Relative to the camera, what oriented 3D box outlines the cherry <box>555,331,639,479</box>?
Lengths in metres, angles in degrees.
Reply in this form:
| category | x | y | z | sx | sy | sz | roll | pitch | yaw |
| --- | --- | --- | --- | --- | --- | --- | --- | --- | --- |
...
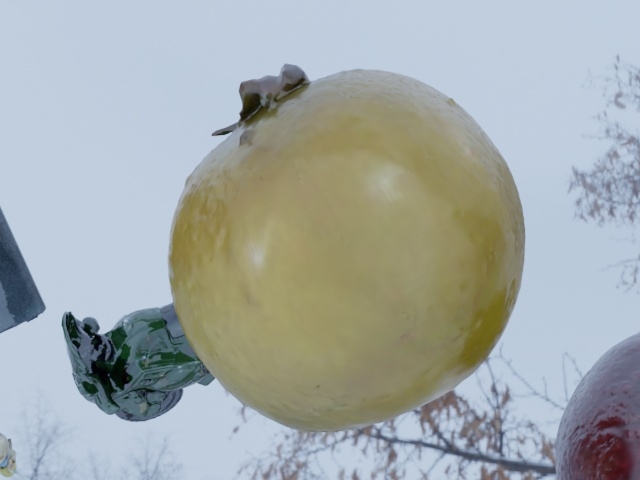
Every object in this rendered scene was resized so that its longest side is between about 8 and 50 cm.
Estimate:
| category | x | y | z | sx | sy | sz | roll | pitch | yaw |
| --- | --- | --- | --- | --- | --- | --- | --- | --- | --- |
| cherry | 0.316 | 0.183 | 0.707 | 0.230 | 0.300 | 0.203 | 47 | -51 | 32 |

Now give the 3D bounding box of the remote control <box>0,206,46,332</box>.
| category | x | y | z | sx | sy | sz | roll | pitch | yaw |
| --- | --- | --- | --- | --- | --- | --- | --- | --- | --- |
| remote control | -0.414 | -0.072 | 0.883 | 0.107 | 0.044 | 0.377 | -25 | -74 | -20 |

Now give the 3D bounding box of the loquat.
| category | x | y | z | sx | sy | sz | roll | pitch | yaw |
| --- | --- | --- | --- | --- | --- | --- | --- | --- | --- |
| loquat | 0.019 | -0.003 | 0.621 | 0.275 | 0.275 | 0.274 | 6 | -61 | 11 |

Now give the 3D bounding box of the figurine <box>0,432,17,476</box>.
| category | x | y | z | sx | sy | sz | roll | pitch | yaw |
| --- | --- | --- | --- | --- | --- | --- | --- | --- | --- |
| figurine | -0.502 | 0.342 | 1.313 | 0.047 | 0.050 | 0.083 | -25 | -39 | -5 |

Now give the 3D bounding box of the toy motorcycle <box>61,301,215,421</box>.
| category | x | y | z | sx | sy | sz | roll | pitch | yaw |
| --- | --- | --- | --- | --- | --- | --- | --- | --- | --- |
| toy motorcycle | -0.153 | 0.087 | 0.859 | 0.275 | 0.124 | 0.187 | -43 | -43 | 14 |
